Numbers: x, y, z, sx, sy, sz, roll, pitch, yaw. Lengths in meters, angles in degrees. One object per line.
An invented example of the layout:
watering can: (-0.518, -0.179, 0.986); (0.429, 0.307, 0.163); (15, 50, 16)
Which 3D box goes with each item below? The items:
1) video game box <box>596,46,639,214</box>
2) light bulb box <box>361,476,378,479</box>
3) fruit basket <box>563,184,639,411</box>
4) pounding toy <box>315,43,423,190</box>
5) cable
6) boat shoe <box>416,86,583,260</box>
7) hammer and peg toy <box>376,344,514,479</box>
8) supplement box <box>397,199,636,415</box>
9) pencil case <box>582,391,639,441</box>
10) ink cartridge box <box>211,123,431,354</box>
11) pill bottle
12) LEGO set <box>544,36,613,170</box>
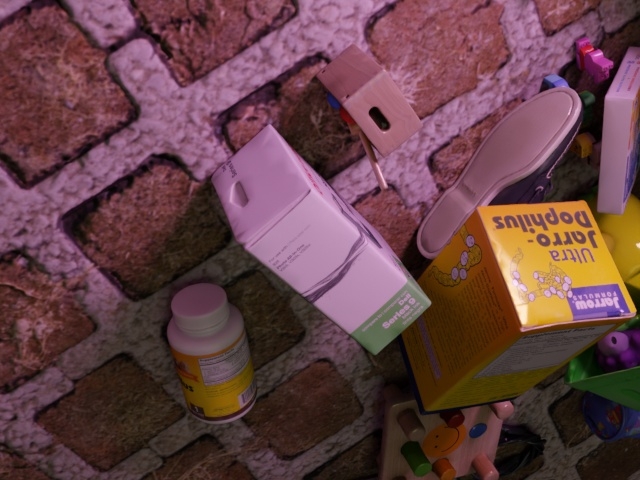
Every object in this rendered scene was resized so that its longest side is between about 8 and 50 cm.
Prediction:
video game box: (0.483, -0.174, 1.224); (0.048, 0.187, 0.205); (9, 130, 25)
light bulb box: (0.085, 0.688, 1.572); (0.361, 0.225, 0.357); (-7, 123, -20)
fruit basket: (0.548, 0.096, 1.310); (0.283, 0.392, 0.392); (-56, 133, -26)
pounding toy: (0.067, -0.170, 1.069); (0.100, 0.130, 0.141); (-39, 127, 5)
cable: (0.405, 0.464, 1.671); (0.185, 0.047, 0.150); (15, 114, -30)
boat shoe: (0.301, -0.086, 1.224); (0.113, 0.127, 0.340); (25, 111, -34)
hammer and peg toy: (0.245, 0.331, 1.467); (0.266, 0.127, 0.361); (-8, 124, -18)
supplement box: (0.278, 0.114, 1.213); (0.194, 0.195, 0.356); (-4, 151, -21)
pencil case: (0.719, 0.386, 1.707); (0.306, 0.119, 0.133); (9, 128, -27)
ink cartridge box: (0.000, 0.000, 1.099); (0.121, 0.211, 0.289); (-42, 127, 8)
pill bottle: (-0.169, 0.174, 1.201); (0.117, 0.117, 0.214); (-16, 125, -13)
LEGO set: (0.414, -0.188, 1.224); (0.087, 0.093, 0.227); (-23, 127, -7)
